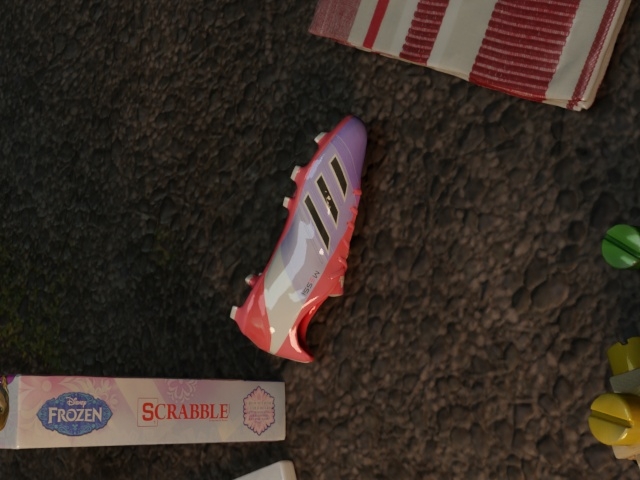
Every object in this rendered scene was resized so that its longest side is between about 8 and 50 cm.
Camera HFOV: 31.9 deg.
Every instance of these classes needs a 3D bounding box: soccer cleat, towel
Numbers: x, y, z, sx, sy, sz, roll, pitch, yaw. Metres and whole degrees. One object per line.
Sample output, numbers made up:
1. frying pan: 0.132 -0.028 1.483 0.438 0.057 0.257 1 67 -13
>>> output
1. soccer cleat: 0.000 0.000 1.093 0.095 0.083 0.248 28 100 11
2. towel: 0.146 -0.265 1.015 0.329 0.037 0.237 25 99 40

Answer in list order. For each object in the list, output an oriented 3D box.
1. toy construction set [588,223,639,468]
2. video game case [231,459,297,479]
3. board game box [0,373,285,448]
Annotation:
1. toy construction set: 0.261 0.135 0.715 0.257 0.237 0.309 0 84 42
2. video game case: -0.074 0.339 1.138 0.173 0.022 0.191 -29 66 36
3. board game box: -0.257 0.172 1.129 0.318 0.318 0.066 -8 79 41
